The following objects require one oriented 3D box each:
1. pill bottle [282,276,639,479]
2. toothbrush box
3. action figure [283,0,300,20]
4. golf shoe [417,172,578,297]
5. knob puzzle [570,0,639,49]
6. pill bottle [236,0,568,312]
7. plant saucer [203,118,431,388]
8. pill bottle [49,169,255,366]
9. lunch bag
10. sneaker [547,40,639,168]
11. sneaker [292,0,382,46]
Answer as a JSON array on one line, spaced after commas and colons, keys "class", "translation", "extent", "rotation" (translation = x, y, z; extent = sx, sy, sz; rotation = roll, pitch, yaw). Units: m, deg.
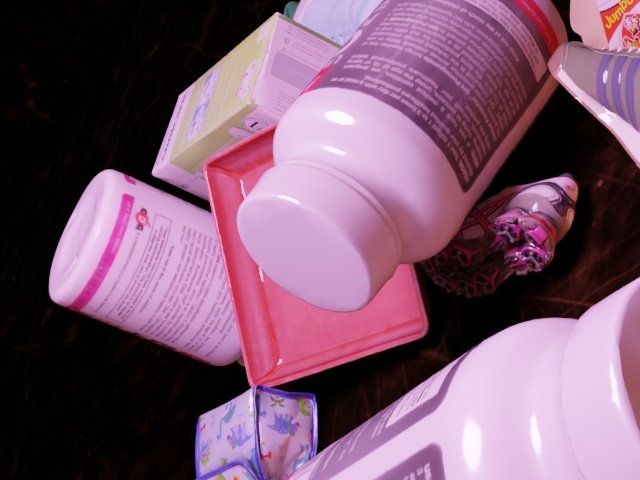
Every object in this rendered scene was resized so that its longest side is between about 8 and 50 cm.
[{"class": "pill bottle", "translation": [0.121, 0.175, 0.769], "extent": [0.363, 0.210, 0.210], "rotation": [-42, 32, 45]}, {"class": "toothbrush box", "translation": [-0.040, -0.120, 1.449], "extent": [0.283, 0.206, 0.122], "rotation": [-28, 42, 58]}, {"class": "action figure", "translation": [0.004, -0.299, 1.727], "extent": [0.137, 0.063, 0.232], "rotation": [-54, 21, 23]}, {"class": "golf shoe", "translation": [0.156, -0.004, 1.088], "extent": [0.086, 0.067, 0.186], "rotation": [-50, 14, -30]}, {"class": "knob puzzle", "translation": [0.265, -0.204, 0.977], "extent": [0.213, 0.030, 0.213], "rotation": [30, 126, 54]}, {"class": "pill bottle", "translation": [0.070, -0.093, 1.074], "extent": [0.318, 0.176, 0.176], "rotation": [-52, 12, -32]}, {"class": "plant saucer", "translation": [0.000, 0.000, 1.274], "extent": [0.258, 0.048, 0.259], "rotation": [-23, 76, 43]}, {"class": "pill bottle", "translation": [-0.146, 0.046, 1.416], "extent": [0.160, 0.283, 0.160], "rotation": [-49, 27, 36]}, {"class": "lunch bag", "translation": [-0.070, 0.242, 1.310], "extent": [0.129, 0.096, 0.151], "rotation": [-33, 52, 50]}, {"class": "sneaker", "translation": [0.251, -0.117, 0.951], "extent": [0.086, 0.064, 0.192], "rotation": [-56, 37, 23]}, {"class": "sneaker", "translation": [0.059, -0.242, 1.447], "extent": [0.366, 0.135, 0.150], "rotation": [-33, 35, 55]}]
